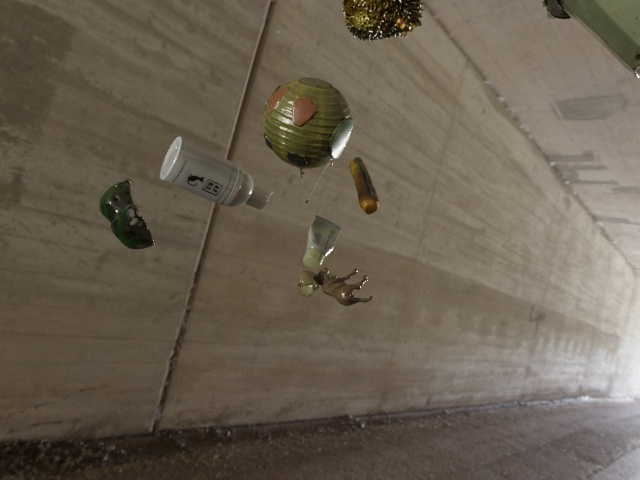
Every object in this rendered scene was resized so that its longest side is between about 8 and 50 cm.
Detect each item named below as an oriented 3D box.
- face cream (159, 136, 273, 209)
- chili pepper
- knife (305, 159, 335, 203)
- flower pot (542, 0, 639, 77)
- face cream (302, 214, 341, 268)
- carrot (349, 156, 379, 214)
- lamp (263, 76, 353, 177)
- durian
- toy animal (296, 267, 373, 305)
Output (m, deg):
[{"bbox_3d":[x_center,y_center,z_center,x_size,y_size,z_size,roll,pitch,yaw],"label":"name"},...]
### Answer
[{"bbox_3d":[-0.311,-0.188,1.366,0.369,0.145,0.145,23,-7,-33],"label":"face cream"},{"bbox_3d":[-0.681,-0.081,1.463,0.265,0.148,0.116,56,5,11],"label":"chili pepper"},{"bbox_3d":[0.017,-0.291,1.702,0.043,0.336,0.081,31,29,-6],"label":"knife"},{"bbox_3d":[0.633,-0.478,0.812,0.290,0.259,0.290,-20,-21,-8],"label":"flower pot"},{"bbox_3d":[0.000,0.000,1.575,0.114,0.224,0.070,27,-39,-5],"label":"face cream"},{"bbox_3d":[0.148,-0.196,1.471,0.070,0.070,0.260,16,41,-28],"label":"carrot"},{"bbox_3d":[-0.041,-0.298,1.162,0.250,0.284,0.250,8,38,-6],"label":"lamp"},{"bbox_3d":[0.225,-0.851,1.523,0.292,0.258,0.258,20,1,37],"label":"durian"},{"bbox_3d":[0.033,0.130,1.238,0.186,0.094,0.214,-15,19,-19],"label":"toy animal"}]
